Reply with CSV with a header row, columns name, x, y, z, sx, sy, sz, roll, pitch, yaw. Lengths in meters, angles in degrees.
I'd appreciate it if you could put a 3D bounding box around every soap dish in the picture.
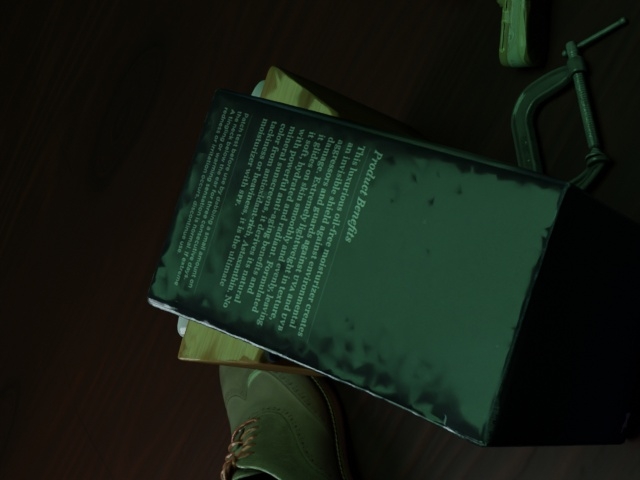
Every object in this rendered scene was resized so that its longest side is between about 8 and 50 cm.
name,x,y,z,sx,sy,sz,roll,pitch,yaw
soap dish,0.000,0.000,1.076,0.118,0.229,0.291,20,93,41

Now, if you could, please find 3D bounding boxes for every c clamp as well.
name,x,y,z,sx,sy,sz,roll,pitch,yaw
c clamp,0.228,-0.110,0.994,0.137,0.022,0.161,-24,59,44

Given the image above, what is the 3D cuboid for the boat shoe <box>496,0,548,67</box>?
name,x,y,z,sx,sy,sz,roll,pitch,yaw
boat shoe,0.195,-0.233,1.057,0.045,0.050,0.135,-5,73,44

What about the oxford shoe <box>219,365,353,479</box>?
name,x,y,z,sx,sy,sz,roll,pitch,yaw
oxford shoe,-0.048,0.219,1.123,0.123,0.130,0.348,-56,42,21

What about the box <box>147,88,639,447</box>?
name,x,y,z,sx,sy,sz,roll,pitch,yaw
box,0.087,0.026,0.842,0.294,0.296,0.183,20,92,33
